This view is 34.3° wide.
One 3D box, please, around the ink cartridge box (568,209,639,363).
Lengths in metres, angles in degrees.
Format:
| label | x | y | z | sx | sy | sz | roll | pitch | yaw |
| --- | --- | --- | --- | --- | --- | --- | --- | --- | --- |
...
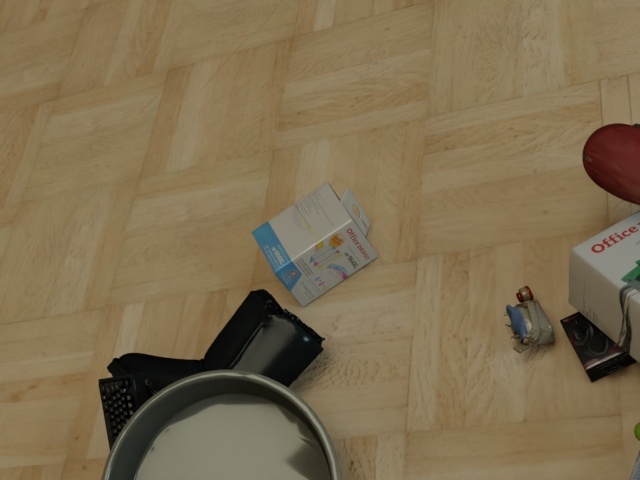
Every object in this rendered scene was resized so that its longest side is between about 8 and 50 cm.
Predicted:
| label | x | y | z | sx | sy | sz | roll | pitch | yaw |
| --- | --- | --- | --- | --- | --- | --- | --- | --- | --- |
| ink cartridge box | 0.393 | 0.062 | 1.101 | 0.160 | 0.092 | 0.219 | -27 | 44 | -17 |

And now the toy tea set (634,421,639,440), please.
| label | x | y | z | sx | sy | sz | roll | pitch | yaw |
| --- | --- | --- | --- | --- | --- | --- | --- | --- | --- |
| toy tea set | 0.464 | 0.206 | 0.927 | 0.336 | 0.124 | 0.200 | -8 | 36 | 0 |

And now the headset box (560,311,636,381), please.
| label | x | y | z | sx | sy | sz | roll | pitch | yaw |
| --- | --- | --- | --- | --- | --- | --- | --- | --- | --- |
| headset box | 0.317 | 0.115 | 1.170 | 0.062 | 0.032 | 0.083 | -26 | 46 | 9 |

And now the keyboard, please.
| label | x | y | z | sx | sy | sz | roll | pitch | yaw |
| --- | --- | --- | --- | --- | --- | --- | --- | --- | --- |
| keyboard | -0.230 | 0.258 | 1.303 | 0.108 | 0.023 | 0.180 | -13 | 87 | 32 |

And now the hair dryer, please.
| label | x | y | z | sx | sy | sz | roll | pitch | yaw |
| --- | --- | --- | --- | --- | --- | --- | --- | --- | --- |
| hair dryer | 0.407 | -0.098 | 1.155 | 0.223 | 0.080 | 0.293 | 3 | 21 | 34 |

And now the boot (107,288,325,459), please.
| label | x | y | z | sx | sy | sz | roll | pitch | yaw |
| --- | --- | --- | --- | --- | --- | --- | --- | --- | --- |
| boot | -0.135 | 0.152 | 1.353 | 0.246 | 0.094 | 0.207 | 27 | 76 | 34 |

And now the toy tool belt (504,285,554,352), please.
| label | x | y | z | sx | sy | sz | roll | pitch | yaw |
| --- | --- | --- | --- | --- | --- | --- | --- | --- | --- |
| toy tool belt | 0.237 | 0.093 | 1.220 | 0.051 | 0.052 | 0.083 | -23 | 46 | 1 |

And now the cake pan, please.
| label | x | y | z | sx | sy | sz | roll | pitch | yaw |
| --- | --- | --- | --- | --- | --- | --- | --- | --- | --- |
| cake pan | -0.113 | 0.299 | 1.203 | 0.293 | 0.054 | 0.293 | -5 | 69 | 14 |

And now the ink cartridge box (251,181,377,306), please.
| label | x | y | z | sx | sy | sz | roll | pitch | yaw |
| --- | --- | --- | --- | --- | --- | --- | --- | --- | --- |
| ink cartridge box | 0.000 | 0.000 | 1.398 | 0.143 | 0.092 | 0.090 | -34 | 47 | 3 |

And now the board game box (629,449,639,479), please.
| label | x | y | z | sx | sy | sz | roll | pitch | yaw |
| --- | --- | --- | --- | --- | --- | --- | --- | --- | --- |
| board game box | 0.343 | 0.274 | 1.013 | 0.194 | 0.060 | 0.194 | 11 | 62 | 34 |
